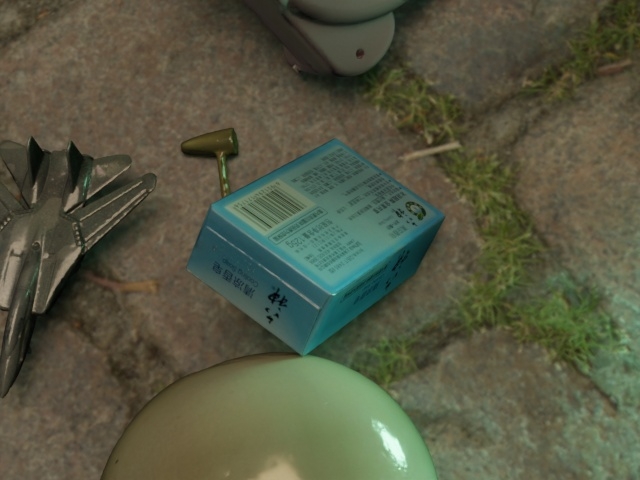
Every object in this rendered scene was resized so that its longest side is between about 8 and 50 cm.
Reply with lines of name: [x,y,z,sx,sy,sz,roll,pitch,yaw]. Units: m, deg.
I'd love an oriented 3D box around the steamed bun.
steamed bun: [-0.048,0.255,1.265,0.324,0.206,0.324,-1,69,3]

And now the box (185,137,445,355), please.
box: [0.000,0.000,1.351,0.143,0.083,0.232,35,33,16]

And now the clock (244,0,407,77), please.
clock: [0.022,-0.359,1.446,0.322,0.295,0.113,-51,29,-12]

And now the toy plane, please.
toy plane: [-0.284,0.030,1.435,0.212,0.088,0.267,7,79,8]

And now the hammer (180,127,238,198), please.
hammer: [-0.105,-0.021,1.466,0.060,0.028,0.195,-11,71,6]
